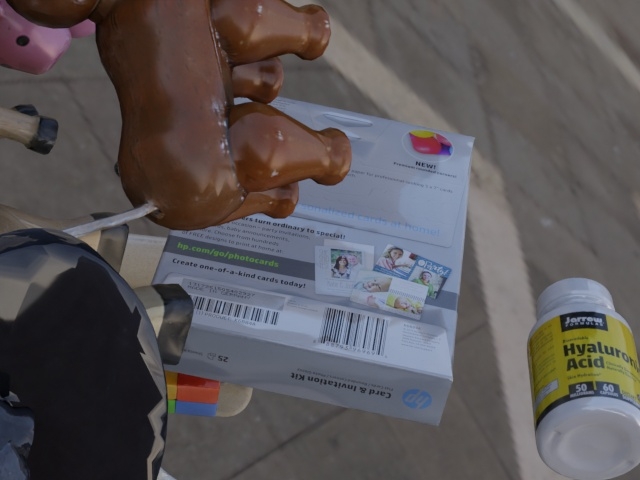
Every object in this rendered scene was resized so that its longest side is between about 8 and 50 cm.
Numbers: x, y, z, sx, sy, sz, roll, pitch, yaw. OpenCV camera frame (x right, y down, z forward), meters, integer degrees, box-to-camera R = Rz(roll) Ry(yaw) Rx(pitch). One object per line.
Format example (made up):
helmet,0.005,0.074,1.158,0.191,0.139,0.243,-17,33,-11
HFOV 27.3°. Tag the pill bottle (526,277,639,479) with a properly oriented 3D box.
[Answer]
pill bottle,0.155,0.078,0.777,0.065,0.065,0.116,41,31,-27

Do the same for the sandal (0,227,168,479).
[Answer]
sandal,-0.114,0.110,0.295,0.097,0.054,0.254,47,70,-31

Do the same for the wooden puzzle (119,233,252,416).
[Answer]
wooden puzzle,-0.225,0.111,1.417,0.322,0.348,0.080,6,58,-4

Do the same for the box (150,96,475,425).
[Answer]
box,0.000,0.000,0.667,0.145,0.038,0.186,11,42,0

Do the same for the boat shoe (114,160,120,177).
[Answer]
boat shoe,-0.090,-0.017,0.931,0.142,0.040,0.049,46,-20,19

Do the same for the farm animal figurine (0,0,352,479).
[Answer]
farm animal figurine,-0.154,-0.003,0.518,0.172,0.330,0.326,3,97,-35
